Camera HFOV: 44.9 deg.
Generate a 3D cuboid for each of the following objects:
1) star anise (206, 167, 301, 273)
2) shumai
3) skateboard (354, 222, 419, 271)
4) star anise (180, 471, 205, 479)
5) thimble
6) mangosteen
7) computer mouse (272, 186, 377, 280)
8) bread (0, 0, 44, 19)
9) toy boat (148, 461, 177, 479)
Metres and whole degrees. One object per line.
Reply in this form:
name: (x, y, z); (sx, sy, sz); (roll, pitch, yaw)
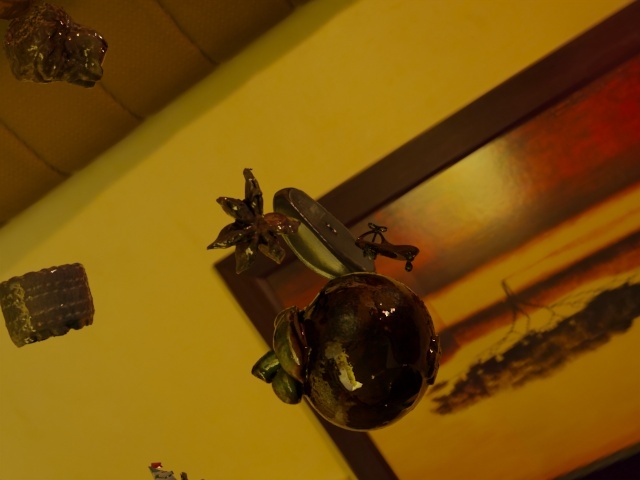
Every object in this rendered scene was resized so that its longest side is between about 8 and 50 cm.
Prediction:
star anise: (-0.128, -0.017, 1.496); (0.172, 0.208, 0.063); (-52, -140, -11)
shumai: (-0.571, -0.394, 1.678); (0.218, 0.185, 0.184); (0, -123, 44)
skateboard: (0.158, 0.010, 1.821); (0.067, 0.151, 0.080); (87, 22, -65)
star anise: (-0.333, 0.651, 1.955); (0.141, 0.141, 0.042); (-40, 166, -36)
thimble: (-0.666, 0.158, 1.901); (0.205, 0.172, 0.236); (-14, 180, -1)
mangosteen: (0.063, 0.202, 1.405); (0.311, 0.311, 0.311); (-34, -172, 5)
computer mouse: (-0.001, 0.001, 2.235); (0.114, 0.374, 0.203); (-46, -178, 26)
bread: (-0.629, -0.465, 1.474); (0.134, 0.085, 0.173); (-10, -170, 20)
toy boat: (-0.359, 0.593, 1.848); (0.149, 0.105, 0.034); (-114, -142, -59)
